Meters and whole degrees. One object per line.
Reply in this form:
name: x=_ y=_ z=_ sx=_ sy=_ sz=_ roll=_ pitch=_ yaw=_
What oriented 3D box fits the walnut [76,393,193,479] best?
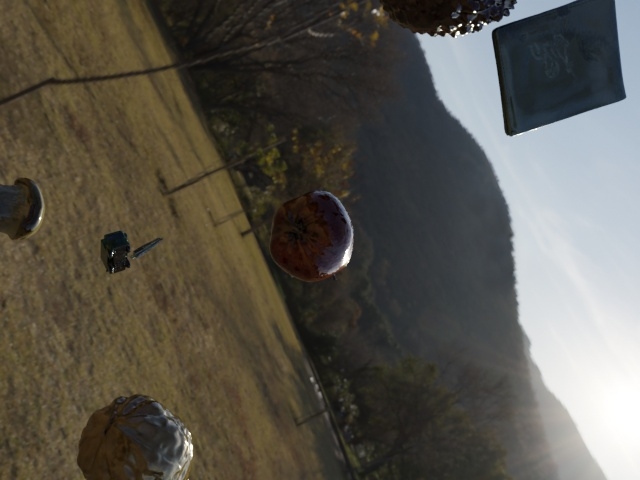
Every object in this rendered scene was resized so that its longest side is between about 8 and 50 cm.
walnut: x=-0.328 y=0.378 z=1.157 sx=0.245 sy=0.198 sz=0.198 roll=68 pitch=0 yaw=-54

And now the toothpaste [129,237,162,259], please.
toothpaste: x=-0.397 y=0.017 z=1.470 sx=0.019 sy=0.083 sz=0.027 roll=61 pitch=-21 yaw=-18

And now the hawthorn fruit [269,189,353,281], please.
hawthorn fruit: x=0.000 y=0.000 z=1.167 sx=0.203 sy=0.163 sz=0.162 roll=25 pitch=40 yaw=-66

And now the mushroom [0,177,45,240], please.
mushroom: x=-0.624 y=-0.058 z=1.043 sx=0.329 sy=0.159 sz=0.122 roll=7 pitch=51 yaw=-45

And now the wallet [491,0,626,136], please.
wallet: x=0.522 y=-0.385 z=1.413 sx=0.054 sy=0.290 sz=0.251 roll=-116 pitch=-171 yaw=-66

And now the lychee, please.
lychee: x=0.257 y=-0.559 z=1.298 sx=0.306 sy=0.330 sz=0.306 roll=10 pitch=-77 yaw=48

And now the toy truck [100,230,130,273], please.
toy truck: x=-0.558 y=0.032 z=1.761 sx=0.079 sy=0.065 sz=0.147 roll=60 pitch=-30 yaw=20
